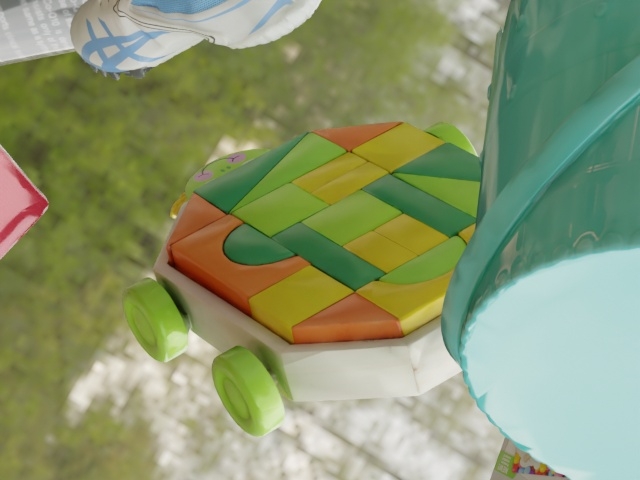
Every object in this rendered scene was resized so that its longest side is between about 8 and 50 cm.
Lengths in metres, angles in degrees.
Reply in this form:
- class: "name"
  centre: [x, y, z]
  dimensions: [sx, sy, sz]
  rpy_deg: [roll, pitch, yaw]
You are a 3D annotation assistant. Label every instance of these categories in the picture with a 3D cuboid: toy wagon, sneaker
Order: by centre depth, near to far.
- class: "sneaker"
  centre: [-0.080, -0.144, 1.088]
  dimensions: [0.085, 0.086, 0.237]
  rpy_deg: [-41, -162, -25]
- class: "toy wagon"
  centre: [0.000, 0.000, 1.307]
  dimensions: [0.267, 0.068, 0.344]
  rpy_deg: [-28, -146, -23]

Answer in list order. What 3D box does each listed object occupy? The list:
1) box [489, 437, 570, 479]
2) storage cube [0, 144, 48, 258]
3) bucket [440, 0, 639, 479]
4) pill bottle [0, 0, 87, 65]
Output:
- class: "box"
  centre: [0.227, 0.182, 1.809]
  dimensions: [0.145, 0.038, 0.186]
  rpy_deg: [21, -87, 61]
- class: "storage cube"
  centre: [-0.316, -0.038, 1.176]
  dimensions: [0.193, 0.215, 0.184]
  rpy_deg: [-48, -136, -12]
- class: "bucket"
  centre: [0.194, -0.003, 0.916]
  dimensions: [0.281, 0.281, 0.183]
  rpy_deg: [-47, -158, 53]
- class: "pill bottle"
  centre: [-0.152, -0.210, 1.317]
  dimensions: [0.161, 0.283, 0.161]
  rpy_deg: [-10, 90, -86]
